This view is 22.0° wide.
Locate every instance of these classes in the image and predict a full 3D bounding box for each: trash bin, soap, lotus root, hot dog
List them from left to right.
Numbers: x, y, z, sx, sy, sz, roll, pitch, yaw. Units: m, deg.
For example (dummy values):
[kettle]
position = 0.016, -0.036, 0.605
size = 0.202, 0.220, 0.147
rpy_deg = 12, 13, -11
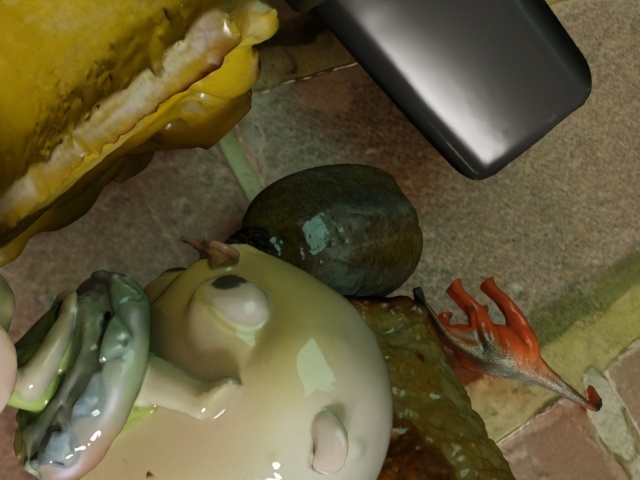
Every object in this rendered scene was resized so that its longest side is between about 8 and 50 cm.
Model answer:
[soap]
position = -0.098, -0.147, 1.069
size = 0.169, 0.339, 0.304
rpy_deg = 53, 42, -4
[lotus root]
position = 0.000, 0.000, 1.256
size = 0.192, 0.088, 0.113
rpy_deg = -11, 78, -46
[hot dog]
position = 0.061, 0.166, 1.179
size = 0.175, 0.114, 0.259
rpy_deg = 2, 48, -40
[trash bin]
position = 0.085, -0.207, 1.381
size = 0.290, 0.182, 0.209
rpy_deg = 49, 9, -15

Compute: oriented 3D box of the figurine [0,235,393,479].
[figurine]
position = -0.153, 0.107, 0.998
size = 0.394, 0.227, 0.274
rpy_deg = 21, 79, -24

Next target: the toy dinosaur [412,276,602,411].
[toy dinosaur]
position = 0.151, 0.085, 1.355
size = 0.280, 0.055, 0.101
rpy_deg = 16, 40, -47
